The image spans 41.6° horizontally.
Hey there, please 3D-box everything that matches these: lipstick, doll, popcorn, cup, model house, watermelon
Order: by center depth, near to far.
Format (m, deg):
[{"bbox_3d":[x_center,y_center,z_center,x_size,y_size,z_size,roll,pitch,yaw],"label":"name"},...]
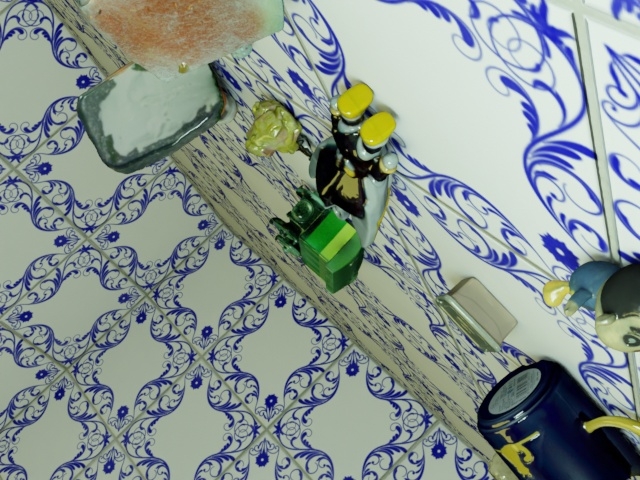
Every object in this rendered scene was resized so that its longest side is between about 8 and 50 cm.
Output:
[{"bbox_3d":[0.293,0.065,0.835,0.179,0.102,0.088,177,89,-80],"label":"doll"},{"bbox_3d":[-0.173,-0.307,0.969,0.262,0.201,0.213,32,173,44],"label":"watermelon"},{"bbox_3d":[0.043,-0.105,1.176,0.145,0.103,0.316,29,161,8],"label":"doll"},{"bbox_3d":[-0.137,-0.328,1.263,0.037,0.037,0.116,39,163,38],"label":"lipstick"},{"bbox_3d":[0.409,0.306,1.296,0.256,0.255,0.178,50,-152,-6],"label":"cup"},{"bbox_3d":[-0.083,-0.194,1.451,0.109,0.089,0.097,142,126,-64],"label":"popcorn"},{"bbox_3d":[-0.298,-0.254,1.716,0.190,0.271,0.301,60,-171,5],"label":"model house"}]

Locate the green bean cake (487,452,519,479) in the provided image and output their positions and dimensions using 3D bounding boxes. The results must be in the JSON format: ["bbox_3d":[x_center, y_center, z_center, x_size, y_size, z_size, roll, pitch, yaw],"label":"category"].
[{"bbox_3d":[0.391,0.378,1.478,0.109,0.179,0.085,43,172,38],"label":"green bean cake"}]

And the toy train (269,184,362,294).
[{"bbox_3d":[0.000,0.000,1.827,0.202,0.120,0.301,41,170,10],"label":"toy train"}]

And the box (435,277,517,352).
[{"bbox_3d":[0.249,0.116,1.339,0.122,0.062,0.089,47,172,1],"label":"box"}]

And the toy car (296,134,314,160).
[{"bbox_3d":[-0.033,-0.170,1.493,0.041,0.025,0.093,51,174,-39],"label":"toy car"}]
